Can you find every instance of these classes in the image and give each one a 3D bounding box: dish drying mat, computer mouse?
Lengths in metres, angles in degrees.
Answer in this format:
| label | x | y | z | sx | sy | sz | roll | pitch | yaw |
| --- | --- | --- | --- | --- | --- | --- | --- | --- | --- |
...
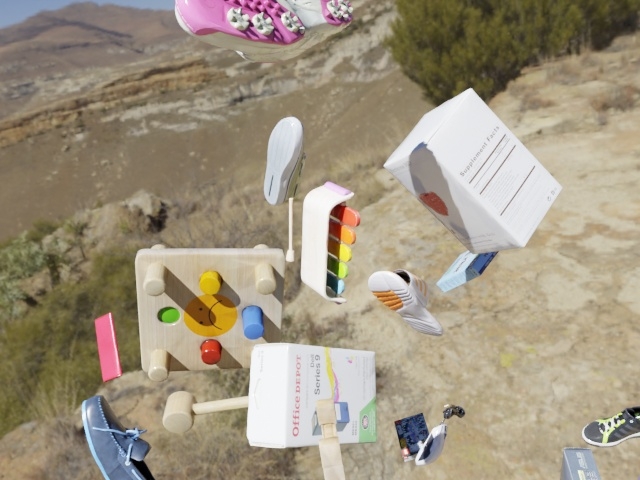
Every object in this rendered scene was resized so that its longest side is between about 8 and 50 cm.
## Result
| label | x | y | z | sx | sy | sz | roll | pitch | yaw |
| --- | --- | --- | --- | --- | --- | --- | --- | --- | --- |
| dish drying mat | -0.273 | 0.138 | 0.750 | 0.032 | 0.083 | 0.008 | -25 | -20 | 25 |
| computer mouse | 0.321 | 0.527 | 1.553 | 0.042 | 0.192 | 0.106 | 29 | -1 | 35 |

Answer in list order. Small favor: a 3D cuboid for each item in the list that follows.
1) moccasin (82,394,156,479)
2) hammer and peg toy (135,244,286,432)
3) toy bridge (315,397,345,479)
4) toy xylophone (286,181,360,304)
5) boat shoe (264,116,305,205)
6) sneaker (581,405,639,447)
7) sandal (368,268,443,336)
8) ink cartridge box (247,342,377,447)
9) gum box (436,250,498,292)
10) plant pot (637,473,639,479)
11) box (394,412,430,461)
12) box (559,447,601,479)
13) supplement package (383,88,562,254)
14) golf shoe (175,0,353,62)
| label | x | y | z | sx | sy | sz | roll | pitch | yaw |
| --- | --- | --- | --- | --- | --- | --- | --- | --- | --- |
| moccasin | -0.458 | 0.521 | 1.407 | 0.117 | 0.341 | 0.138 | -25 | 5 | -4 |
| hammer and peg toy | -0.193 | 0.175 | 1.071 | 0.266 | 0.360 | 0.127 | -1 | 28 | -10 |
| toy bridge | 0.015 | 0.259 | 0.673 | 0.026 | 0.063 | 0.188 | -9 | 16 | -2 |
| toy xylophone | 0.000 | 0.000 | 1.522 | 0.081 | 0.322 | 0.236 | -10 | 32 | -31 |
| boat shoe | -0.092 | -0.230 | 1.668 | 0.094 | 0.302 | 0.109 | -21 | 59 | -34 |
| sneaker | 0.835 | 0.494 | 1.602 | 0.235 | 0.097 | 0.084 | -21 | 28 | 16 |
| sandal | 0.197 | 0.123 | 1.282 | 0.102 | 0.265 | 0.076 | 1 | 57 | 41 |
| ink cartridge box | -0.008 | 0.253 | 0.949 | 0.213 | 0.154 | 0.093 | 16 | -22 | -41 |
| gum box | 0.455 | 0.072 | 1.767 | 0.157 | 0.041 | 0.184 | -43 | 1 | -31 |
| plant pot | 0.836 | 0.640 | 1.306 | 0.236 | 0.235 | 0.212 | -36 | 7 | -39 |
| box | 0.278 | 0.583 | 1.728 | 0.094 | 0.027 | 0.137 | -20 | 29 | 6 |
| box | 0.513 | 0.552 | 1.120 | 0.059 | 0.183 | 0.232 | -2 | 31 | 9 |
| supplement package | 0.317 | -0.134 | 1.222 | 0.175 | 0.293 | 0.177 | -51 | 12 | -18 |
| golf shoe | -0.078 | -0.274 | 0.752 | 0.140 | 0.115 | 0.306 | -30 | -1 | 39 |
